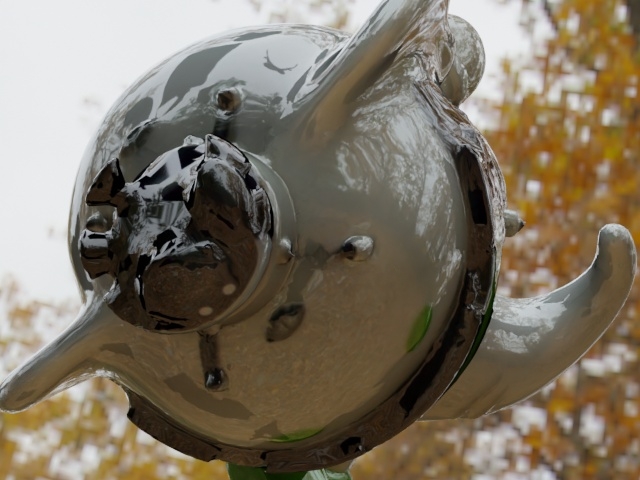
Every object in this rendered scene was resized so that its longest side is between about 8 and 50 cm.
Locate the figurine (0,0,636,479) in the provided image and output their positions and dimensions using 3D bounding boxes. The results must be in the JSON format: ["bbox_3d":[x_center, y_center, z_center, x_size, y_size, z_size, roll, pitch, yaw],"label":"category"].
[{"bbox_3d":[0.000,0.000,0.470,0.126,0.192,0.147,41,-75,14],"label":"figurine"}]
